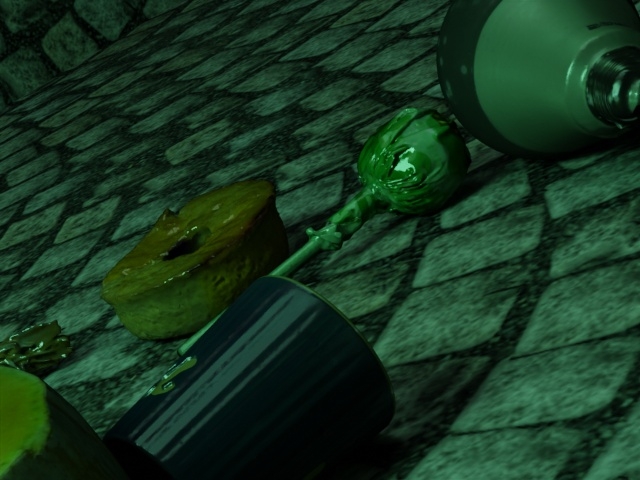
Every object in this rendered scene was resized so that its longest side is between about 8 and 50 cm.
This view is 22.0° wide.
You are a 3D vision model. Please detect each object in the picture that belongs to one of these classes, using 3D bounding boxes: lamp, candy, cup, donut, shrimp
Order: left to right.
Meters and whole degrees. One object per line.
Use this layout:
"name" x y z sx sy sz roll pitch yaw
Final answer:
"shrimp" -0.343 0.147 1.517 0.249 0.068 0.150 -33 30 -3
"donut" -0.109 0.024 1.511 0.174 0.074 0.190 -12 27 37
"cup" -0.056 0.127 1.083 0.155 0.131 0.176 -40 -8 -29
"candy" 0.001 0.001 1.446 0.323 0.097 0.097 -40 20 -13
"lamp" 0.225 -0.149 1.381 0.182 0.182 0.314 -33 24 -21

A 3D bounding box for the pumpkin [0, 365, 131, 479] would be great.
"pumpkin" -0.247 0.215 0.962 0.332 0.199 0.332 -27 15 8
